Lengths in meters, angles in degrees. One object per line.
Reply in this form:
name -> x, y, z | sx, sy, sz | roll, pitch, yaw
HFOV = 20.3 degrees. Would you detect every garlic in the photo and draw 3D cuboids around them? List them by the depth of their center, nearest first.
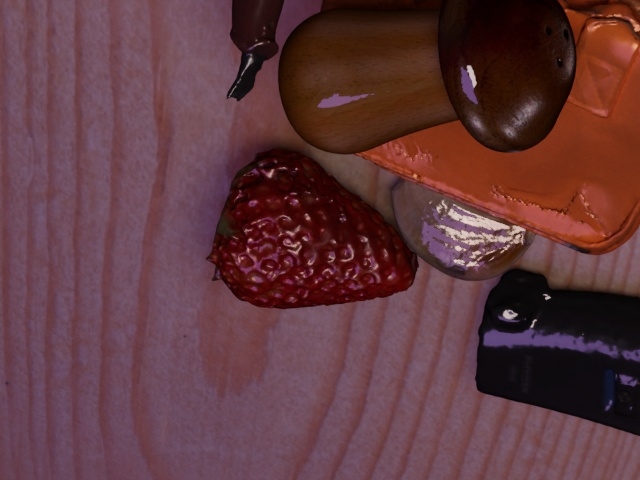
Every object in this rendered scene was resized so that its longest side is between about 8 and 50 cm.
garlic -> 0.154, -0.033, 2.109 | 0.198, 0.090, 0.128 | 36, 119, 7

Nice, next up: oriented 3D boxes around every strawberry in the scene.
strawberry -> 0.000, 0.000, 2.143 | 0.244, 0.205, 0.205 | 17, 133, 3

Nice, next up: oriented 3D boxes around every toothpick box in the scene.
toothpick box -> 0.111, -0.176, 1.794 | 0.294, 0.192, 0.192 | -5, 123, 37

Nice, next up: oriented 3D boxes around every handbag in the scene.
handbag -> 0.191, -0.177, 1.935 | 0.410, 0.116, 0.303 | 24, 133, 10

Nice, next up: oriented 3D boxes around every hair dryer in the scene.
hair dryer -> -0.095, -0.312, 1.871 | 0.312, 0.340, 0.123 | 7, 172, 32

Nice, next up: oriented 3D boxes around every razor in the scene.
razor -> 0.346, 0.145, 2.117 | 0.327, 0.107, 0.189 | 13, 131, 18
